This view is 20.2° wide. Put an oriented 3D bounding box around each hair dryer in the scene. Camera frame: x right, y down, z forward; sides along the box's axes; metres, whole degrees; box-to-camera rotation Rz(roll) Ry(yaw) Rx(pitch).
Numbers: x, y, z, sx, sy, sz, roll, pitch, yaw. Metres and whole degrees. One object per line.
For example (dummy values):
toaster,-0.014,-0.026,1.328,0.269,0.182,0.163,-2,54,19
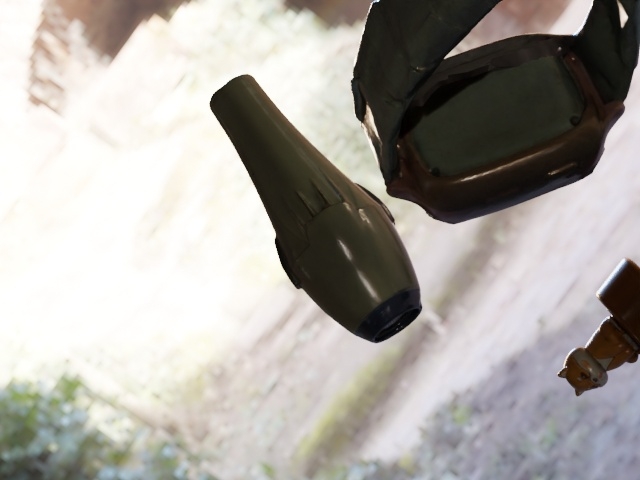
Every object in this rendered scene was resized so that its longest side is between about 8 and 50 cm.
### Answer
hair dryer,-0.017,-0.032,1.814,0.119,0.296,0.298,-32,3,-7

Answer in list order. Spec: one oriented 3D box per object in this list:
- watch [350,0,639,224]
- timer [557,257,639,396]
watch,0.146,-0.159,1.488,0.253,0.162,0.241,-22,-38,0
timer,0.338,0.116,2.040,0.152,0.132,0.132,-43,6,5
